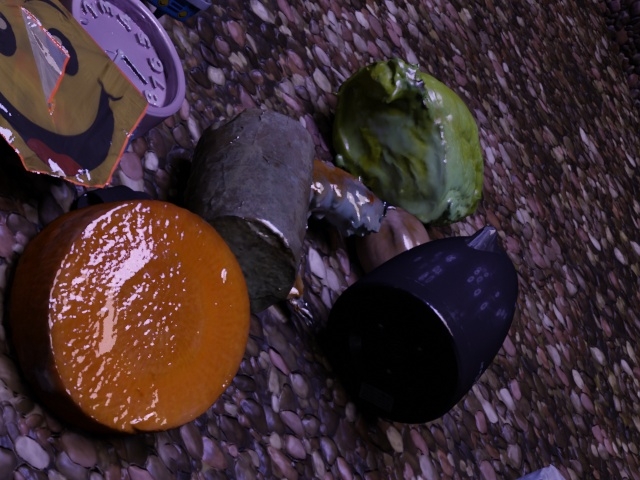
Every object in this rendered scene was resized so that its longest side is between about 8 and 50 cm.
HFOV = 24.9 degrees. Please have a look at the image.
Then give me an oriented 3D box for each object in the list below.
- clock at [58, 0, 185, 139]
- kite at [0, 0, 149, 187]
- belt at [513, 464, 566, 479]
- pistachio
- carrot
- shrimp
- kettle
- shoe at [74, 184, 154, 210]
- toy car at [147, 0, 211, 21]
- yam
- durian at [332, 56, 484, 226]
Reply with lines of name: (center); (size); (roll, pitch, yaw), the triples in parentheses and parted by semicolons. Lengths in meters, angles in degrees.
clock: (-0.258, -0.225, 1.802); (0.197, 0.068, 0.197); (39, 34, -34)
kite: (-0.319, -0.205, 1.599); (0.377, 0.013, 0.327); (14, 53, -54)
belt: (0.331, 0.527, 1.949); (0.300, 0.173, 0.437); (21, 49, -62)
pistachio: (0.113, 0.035, 2.141); (0.108, 0.126, 0.185); (-13, 72, -18)
carrot: (-0.207, 0.083, 1.558); (0.307, 0.100, 0.258); (-39, 103, -50)
shrimp: (-0.017, -0.028, 1.993); (0.185, 0.068, 0.287); (43, 37, -6)
kettle: (0.159, 0.118, 2.005); (0.207, 0.268, 0.290); (29, 36, 19)
shoe: (-0.226, -0.040, 1.698); (0.159, 0.053, 0.062); (-12, 78, -64)
toy car: (-0.231, -0.358, 1.956); (0.097, 0.100, 0.191); (26, 23, -46)
yam: (-0.093, -0.045, 1.809); (0.161, 0.161, 0.268); (44, 32, -28)
durian: (0.147, -0.142, 2.286); (0.339, 0.204, 0.256); (4, 74, -68)
